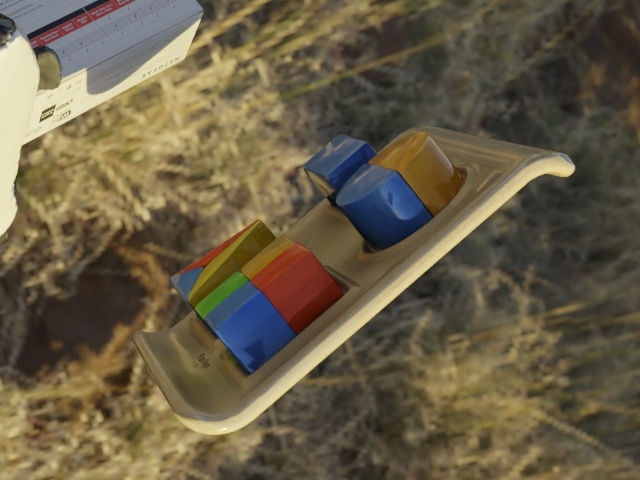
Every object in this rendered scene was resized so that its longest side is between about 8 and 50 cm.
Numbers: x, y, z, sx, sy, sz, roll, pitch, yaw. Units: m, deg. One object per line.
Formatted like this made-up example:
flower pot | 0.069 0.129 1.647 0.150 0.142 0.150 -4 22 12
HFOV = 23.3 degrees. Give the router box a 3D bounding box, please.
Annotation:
router box | -0.332 -0.236 1.463 0.335 0.082 0.301 -33 76 -33

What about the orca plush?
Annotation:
orca plush | -0.278 -0.098 1.194 0.151 0.102 0.287 -56 173 -14

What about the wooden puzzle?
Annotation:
wooden puzzle | 0.000 0.000 1.258 0.080 0.348 0.322 56 -7 -14
